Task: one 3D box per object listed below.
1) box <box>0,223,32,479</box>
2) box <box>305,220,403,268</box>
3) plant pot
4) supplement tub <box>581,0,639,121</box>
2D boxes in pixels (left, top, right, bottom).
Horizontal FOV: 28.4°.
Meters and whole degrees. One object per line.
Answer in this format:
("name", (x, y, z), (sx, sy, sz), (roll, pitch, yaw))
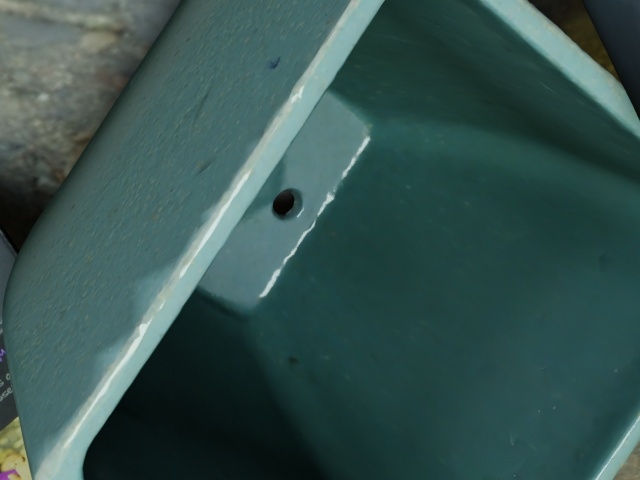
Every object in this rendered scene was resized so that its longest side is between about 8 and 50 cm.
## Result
("box", (-0.204, 0.100, 0.753), (0.143, 0.165, 0.270), (-34, 141, -13))
("box", (-0.011, 0.050, 0.807), (0.207, 0.036, 0.114), (-27, 164, 25))
("plant pot", (0.000, 0.000, 0.602), (0.247, 0.252, 0.248), (32, 95, -33))
("supplement tub", (0.179, -0.126, 0.442), (0.191, 0.272, 0.191), (-23, 170, -4))
